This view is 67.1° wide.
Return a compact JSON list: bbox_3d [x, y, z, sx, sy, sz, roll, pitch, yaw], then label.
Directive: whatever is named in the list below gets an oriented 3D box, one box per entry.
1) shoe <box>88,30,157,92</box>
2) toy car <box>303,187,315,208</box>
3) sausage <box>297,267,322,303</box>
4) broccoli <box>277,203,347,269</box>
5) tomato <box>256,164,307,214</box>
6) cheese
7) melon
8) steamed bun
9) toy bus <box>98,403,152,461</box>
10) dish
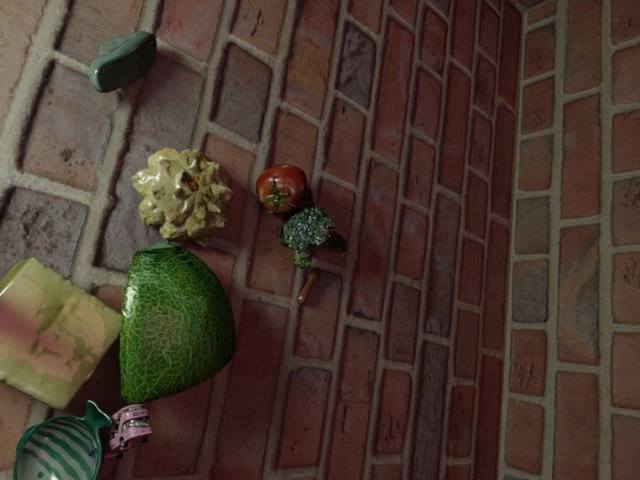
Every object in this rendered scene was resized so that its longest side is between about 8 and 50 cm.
[{"bbox_3d":[-0.528,-0.474,1.262,0.100,0.103,0.251,20,48,9],"label":"shoe"},{"bbox_3d":[-0.043,-0.135,1.660,0.041,0.025,0.093,-10,88,-39],"label":"toy car"},{"bbox_3d":[-0.036,0.152,1.629,0.030,0.035,0.147,30,61,2],"label":"sausage"},{"bbox_3d":[-0.007,0.014,1.604,0.275,0.177,0.198,45,52,-42],"label":"broccoli"},{"bbox_3d":[-0.119,-0.170,1.527,0.167,0.167,0.167,6,81,-39],"label":"tomato"},{"bbox_3d":[-0.621,0.208,1.079,0.265,0.124,0.242,44,56,-28],"label":"cheese"},{"bbox_3d":[-0.385,0.186,1.230,0.331,0.226,0.343,-16,106,-37],"label":"melon"},{"bbox_3d":[-0.350,-0.126,1.336,0.292,0.137,0.295,-21,96,-42],"label":"steamed bun"},{"bbox_3d":[-0.469,0.452,1.123,0.063,0.203,0.090,11,51,-50],"label":"toy bus"},{"bbox_3d":[-0.560,0.485,1.085,0.246,0.224,0.078,-51,162,-13],"label":"dish"}]
